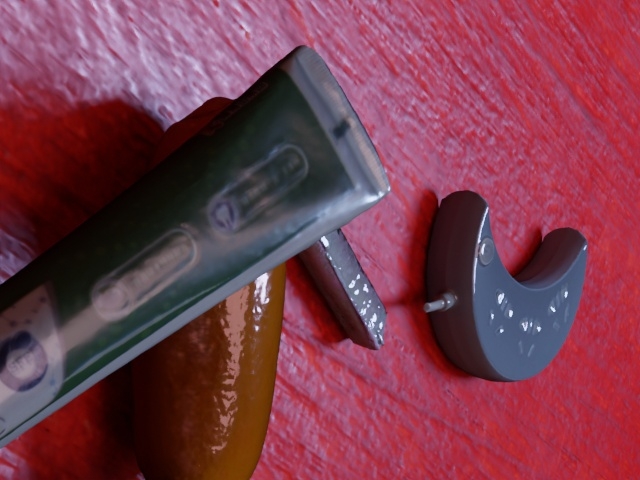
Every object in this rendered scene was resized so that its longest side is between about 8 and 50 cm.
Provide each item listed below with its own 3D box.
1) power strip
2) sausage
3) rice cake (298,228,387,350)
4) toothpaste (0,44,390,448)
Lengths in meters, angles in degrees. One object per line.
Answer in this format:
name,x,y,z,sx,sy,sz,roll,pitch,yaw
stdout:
power strip,0.135,0.039,1.293,0.216,0.044,0.137,12,87,-55
sausage,-0.065,0.035,0.977,0.098,0.098,0.238,-2,99,-54
rice cake,0.000,0.000,1.107,0.033,0.033,0.208,-57,137,-29
toothpaste,-0.121,0.033,0.863,0.392,0.061,0.099,-37,104,-28
